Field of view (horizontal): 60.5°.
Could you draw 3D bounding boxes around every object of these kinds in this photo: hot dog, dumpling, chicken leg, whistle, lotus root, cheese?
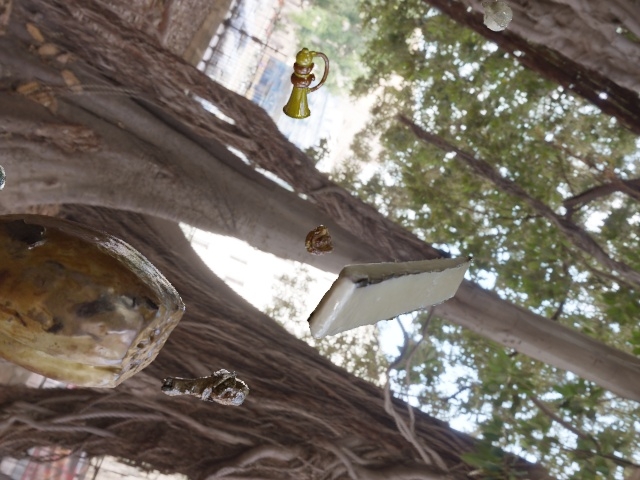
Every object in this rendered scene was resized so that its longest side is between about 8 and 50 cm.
[{"bbox_3d":[0.000,0.000,1.112,0.035,0.058,0.083,-19,-177,27],"label":"hot dog"},{"bbox_3d":[0.303,-0.395,0.954,0.077,0.060,0.043,-66,-168,-25],"label":"dumpling"},{"bbox_3d":[-0.266,0.342,1.294,0.125,0.196,0.080,41,50,-65],"label":"chicken leg"},{"bbox_3d":[-0.019,-0.240,0.836,0.046,0.057,0.109,-89,-166,-45],"label":"whistle"},{"bbox_3d":[-0.323,0.063,0.650,0.193,0.291,0.193,-63,178,-3],"label":"lotus root"},{"bbox_3d":[0.112,0.061,0.707,0.400,0.034,0.085,-1,127,-57],"label":"cheese"}]

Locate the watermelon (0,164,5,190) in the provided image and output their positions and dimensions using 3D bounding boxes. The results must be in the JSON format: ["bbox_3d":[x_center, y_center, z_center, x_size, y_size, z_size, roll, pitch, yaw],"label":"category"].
[{"bbox_3d":[-0.716,-0.138,1.182,0.105,0.063,0.105,179,-90,-76],"label":"watermelon"}]
